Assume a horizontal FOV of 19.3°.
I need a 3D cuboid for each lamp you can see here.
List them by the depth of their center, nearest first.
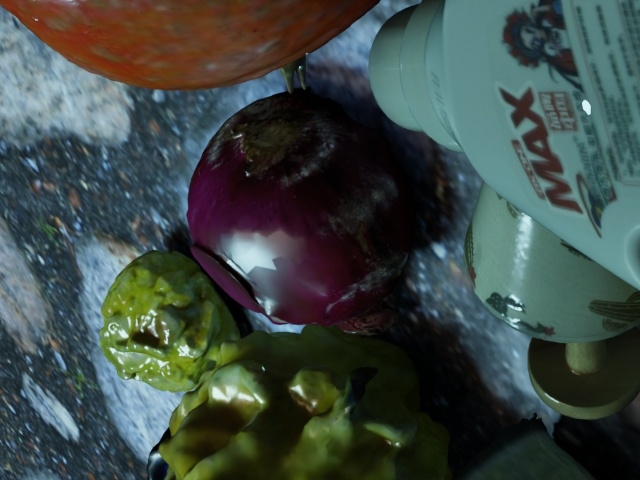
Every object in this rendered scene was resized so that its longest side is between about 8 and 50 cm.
[{"bbox_3d":[0.141,0.015,1.048,0.121,0.121,0.214,39,160,29],"label":"lamp"}]

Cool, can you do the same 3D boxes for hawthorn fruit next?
[{"bbox_3d":[-0.063,-0.191,1.011,0.276,0.276,0.307,35,163,35],"label":"hawthorn fruit"}]

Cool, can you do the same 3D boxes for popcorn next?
[{"bbox_3d":[-0.014,0.179,1.356,0.249,0.249,0.225,50,157,11],"label":"popcorn"},{"bbox_3d":[-0.130,0.071,1.570,0.116,0.106,0.120,37,150,50],"label":"popcorn"}]

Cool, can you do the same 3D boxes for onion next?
[{"bbox_3d":[-0.012,0.008,1.269,0.173,0.135,0.198,24,142,51],"label":"onion"}]

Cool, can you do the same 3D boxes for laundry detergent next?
[{"bbox_3d":[0.163,-0.059,0.784,0.398,0.125,0.264,5,122,56],"label":"laundry detergent"}]

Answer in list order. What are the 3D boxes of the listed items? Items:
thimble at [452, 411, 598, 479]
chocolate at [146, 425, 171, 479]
[{"bbox_3d":[0.111,0.259,1.209,0.150,0.271,0.271,41,150,18],"label":"thimble"},{"bbox_3d":[-0.006,0.276,1.535,0.343,0.148,0.126,47,-167,30],"label":"chocolate"}]
